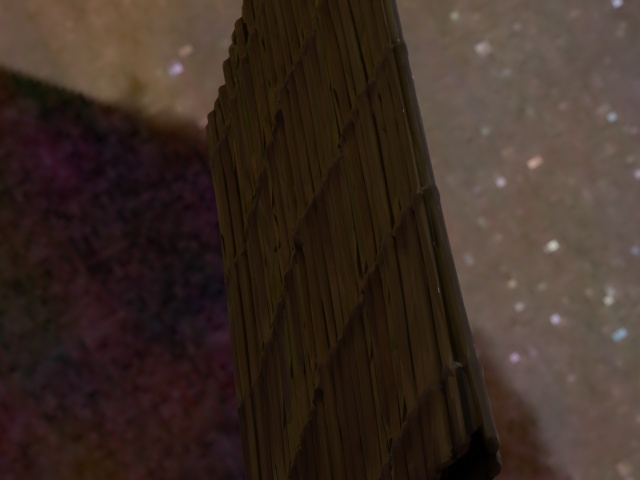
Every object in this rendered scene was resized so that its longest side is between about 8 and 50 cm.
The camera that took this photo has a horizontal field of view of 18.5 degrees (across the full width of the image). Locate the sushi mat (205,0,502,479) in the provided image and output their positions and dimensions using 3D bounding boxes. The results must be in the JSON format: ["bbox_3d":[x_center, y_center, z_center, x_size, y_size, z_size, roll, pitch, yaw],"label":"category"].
[{"bbox_3d":[0.000,0.000,0.603,0.316,0.019,0.151,-99,-157,-49],"label":"sushi mat"}]
